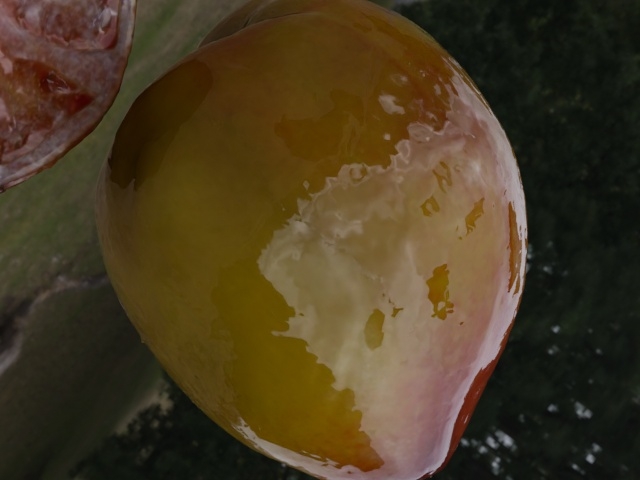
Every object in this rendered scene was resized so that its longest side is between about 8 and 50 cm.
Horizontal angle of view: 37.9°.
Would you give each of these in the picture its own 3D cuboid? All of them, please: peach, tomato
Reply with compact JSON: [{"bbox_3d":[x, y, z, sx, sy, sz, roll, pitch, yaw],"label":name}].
[{"bbox_3d":[0.001,-0.001,0.632,0.289,0.308,0.289,-34,-164,11],"label":"peach"},{"bbox_3d":[-0.211,-0.143,0.504,0.237,0.095,0.237,-30,131,-42],"label":"tomato"}]
